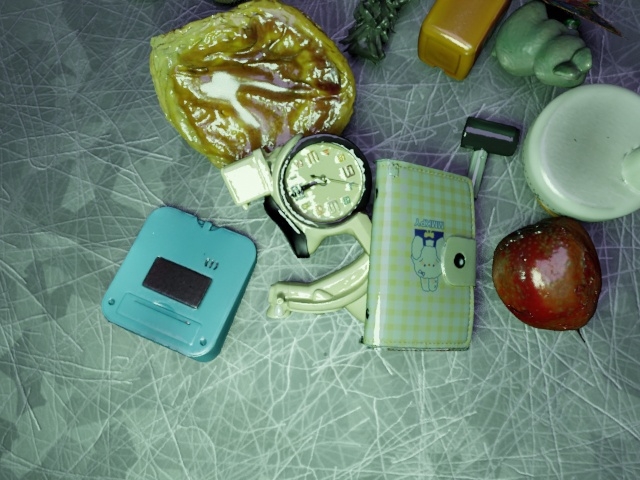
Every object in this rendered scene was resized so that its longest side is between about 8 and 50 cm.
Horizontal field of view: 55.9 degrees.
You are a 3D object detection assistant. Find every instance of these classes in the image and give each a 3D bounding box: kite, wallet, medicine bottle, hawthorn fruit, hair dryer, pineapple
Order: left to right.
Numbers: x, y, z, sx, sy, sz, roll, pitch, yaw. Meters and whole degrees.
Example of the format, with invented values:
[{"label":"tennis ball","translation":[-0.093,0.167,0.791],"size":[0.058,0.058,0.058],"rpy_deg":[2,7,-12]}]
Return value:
[{"label":"pineapple","translation":[0.125,-0.458,1.134],"size":[0.128,0.128,0.248],"rpy_deg":[25,92,9]},{"label":"wallet","translation":[0.175,0.032,1.028],"size":[0.223,0.077,0.310],"rpy_deg":[7,86,-25]},{"label":"medicine bottle","translation":[0.276,-0.423,1.092],"size":[0.112,0.149,0.222],"rpy_deg":[31,88,8]},{"label":"hair dryer","translation":[0.294,-0.124,1.115],"size":[0.100,0.057,0.198],"rpy_deg":[16,94,8]},{"label":"hawthorn fruit","translation":[0.401,0.076,1.021],"size":[0.181,0.181,0.235],"rpy_deg":[-31,92,3]},{"label":"kite","translation":[0.453,-0.425,1.085],"size":[0.183,0.014,0.241],"rpy_deg":[-14,54,-35]}]

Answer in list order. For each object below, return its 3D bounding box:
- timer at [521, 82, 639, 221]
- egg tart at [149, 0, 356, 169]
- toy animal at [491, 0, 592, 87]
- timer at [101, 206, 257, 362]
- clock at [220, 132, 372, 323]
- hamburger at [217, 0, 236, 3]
[{"label":"timer","translation":[0.461,-0.145,0.994],"size":[0.233,0.240,0.234],"rpy_deg":[0,85,5]},{"label":"egg tart","translation":[-0.113,-0.270,1.108],"size":[0.351,0.153,0.340],"rpy_deg":[-21,114,16]},{"label":"toy animal","translation":[0.396,-0.312,1.032],"size":[0.125,0.251,0.127],"rpy_deg":[11,126,-18]},{"label":"timer","translation":[-0.260,0.082,1.154],"size":[0.231,0.091,0.250],"rpy_deg":[22,75,9]},{"label":"clock","translation":[0.000,0.000,1.071],"size":[0.276,0.120,0.379],"rpy_deg":[-20,98,3]},{"label":"hamburger","translation":[-0.184,-0.545,1.196],"size":[0.126,0.081,0.141],"rpy_deg":[7,97,10]}]
